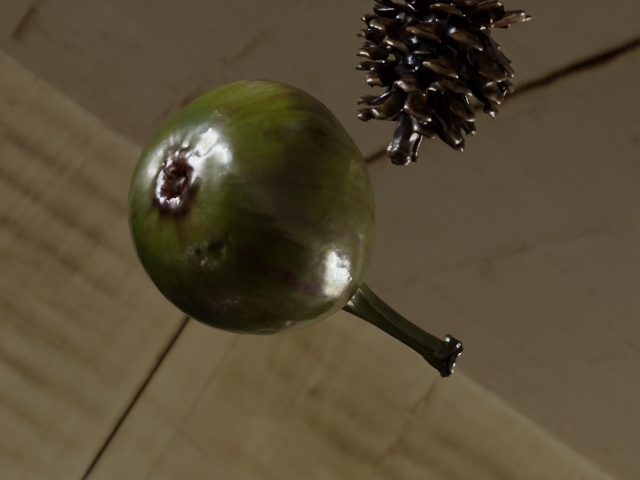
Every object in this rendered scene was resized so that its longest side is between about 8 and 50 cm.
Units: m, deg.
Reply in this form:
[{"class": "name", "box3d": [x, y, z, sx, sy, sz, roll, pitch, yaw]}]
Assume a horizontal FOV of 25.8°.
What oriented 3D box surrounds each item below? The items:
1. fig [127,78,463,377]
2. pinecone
[{"class": "fig", "box3d": [0.000, 0.000, 0.856, 0.151, 0.151, 0.259, 21, -4, 43]}, {"class": "pinecone", "box3d": [0.124, -0.186, 1.524, 0.168, 0.212, 0.185, -16, 28, -41]}]
